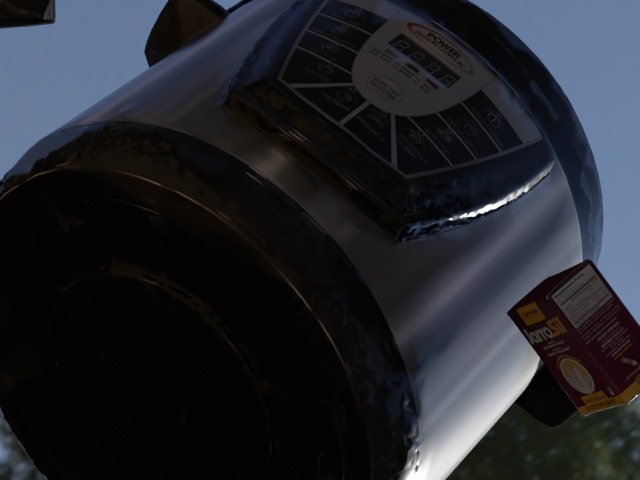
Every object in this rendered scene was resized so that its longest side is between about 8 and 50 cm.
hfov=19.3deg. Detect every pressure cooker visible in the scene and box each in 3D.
[{"bbox_3d":[-0.004,0.002,1.379,0.375,0.420,0.370,2,-62,37],"label":"pressure cooker"}]

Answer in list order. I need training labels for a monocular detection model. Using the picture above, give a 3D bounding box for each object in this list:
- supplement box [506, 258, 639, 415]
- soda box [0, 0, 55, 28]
[{"bbox_3d":[0.164,0.061,1.160,0.083,0.043,0.055,53,-25,-2],"label":"supplement box"},{"bbox_3d":[-0.147,-0.139,0.787,0.169,0.053,0.060,-125,-146,-62],"label":"soda box"}]
